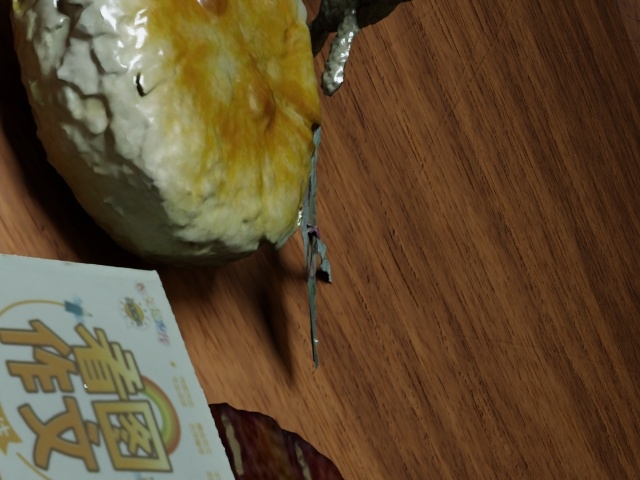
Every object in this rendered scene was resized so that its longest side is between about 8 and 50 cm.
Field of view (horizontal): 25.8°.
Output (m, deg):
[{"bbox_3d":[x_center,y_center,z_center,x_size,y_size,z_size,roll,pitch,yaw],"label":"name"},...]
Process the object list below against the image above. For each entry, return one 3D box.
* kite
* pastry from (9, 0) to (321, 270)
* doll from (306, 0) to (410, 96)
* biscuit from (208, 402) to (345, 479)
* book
[{"bbox_3d":[-0.002,0.000,1.227,0.250,0.012,0.229,71,21,-78],"label":"kite"},{"bbox_3d":[-0.116,-0.136,1.061,0.330,0.136,0.329,35,48,-52],"label":"pastry"},{"bbox_3d":[0.039,-0.222,1.225,0.091,0.203,0.286,48,-5,-8],"label":"doll"},{"bbox_3d":[-0.058,0.315,0.982,0.407,0.091,0.407,38,42,-44],"label":"biscuit"},{"bbox_3d":[-0.178,0.097,0.850,0.295,0.020,0.208,8,51,-50],"label":"book"}]
